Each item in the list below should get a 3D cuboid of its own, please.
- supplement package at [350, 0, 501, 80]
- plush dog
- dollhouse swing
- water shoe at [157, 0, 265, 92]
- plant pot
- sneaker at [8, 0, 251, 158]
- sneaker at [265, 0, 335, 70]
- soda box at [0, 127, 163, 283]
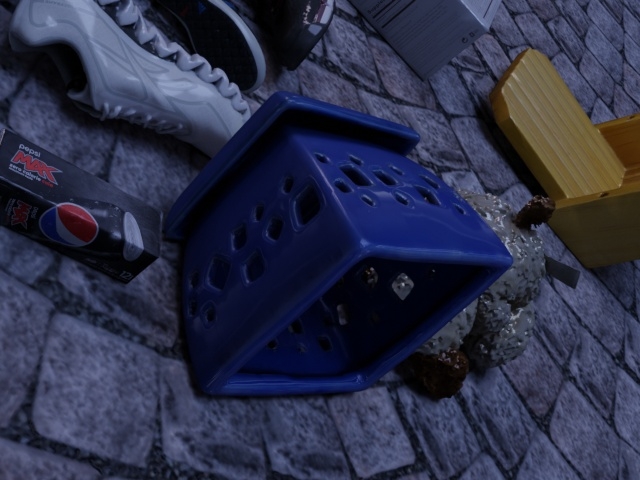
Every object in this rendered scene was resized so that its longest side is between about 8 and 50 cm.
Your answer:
[{"bbox_3d":[0.135,-0.389,1.613,0.244,0.134,0.139,46,35,-11],"label":"supplement package"},{"bbox_3d":[0.144,0.045,1.223,0.225,0.210,0.262,-34,88,-32],"label":"plush dog"},{"bbox_3d":[0.488,-0.178,1.729,0.305,0.315,0.347,66,31,-17],"label":"dollhouse swing"},{"bbox_3d":[-0.123,-0.266,1.258,0.203,0.073,0.080,52,32,-3],"label":"water shoe"},{"bbox_3d":[0.000,0.000,1.038,0.236,0.236,0.212,7,48,-47],"label":"plant pot"},{"bbox_3d":[-0.185,-0.156,1.081,0.292,0.110,0.118,40,61,-28],"label":"sneaker"},{"bbox_3d":[-0.072,-0.330,1.368,0.162,0.106,0.281,30,31,-20],"label":"sneaker"},{"bbox_3d":[-0.222,-0.027,0.948,0.169,0.053,0.060,29,41,-31],"label":"soda box"}]
